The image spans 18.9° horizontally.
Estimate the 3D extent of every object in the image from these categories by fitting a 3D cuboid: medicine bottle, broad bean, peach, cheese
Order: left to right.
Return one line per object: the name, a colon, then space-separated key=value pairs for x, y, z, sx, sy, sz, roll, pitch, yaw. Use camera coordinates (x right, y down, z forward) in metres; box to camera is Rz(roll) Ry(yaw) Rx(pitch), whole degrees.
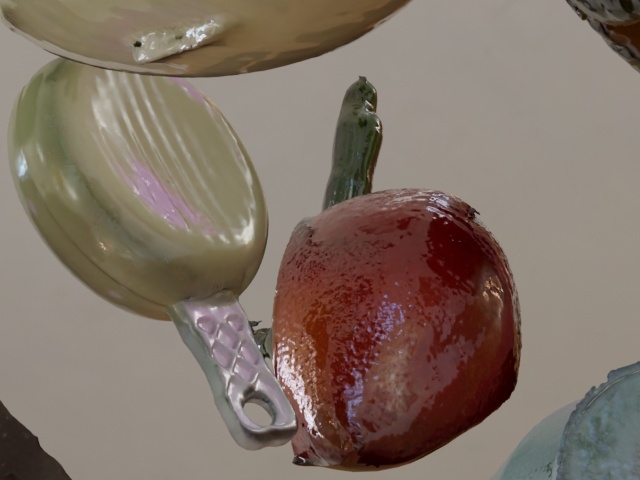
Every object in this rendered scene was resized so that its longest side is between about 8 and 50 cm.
cheese: x=-0.073 y=0.005 z=0.967 sx=0.137 sy=0.227 sz=0.064 roll=-5 pitch=-32 yaw=-46
broad bean: x=0.000 y=0.000 z=1.754 sx=0.292 sy=0.049 sz=0.144 roll=-67 pitch=25 yaw=18
peach: x=0.050 y=0.047 z=1.276 sx=0.159 sy=0.154 sz=0.267 roll=-14 pitch=9 yaw=16
medicine bottle: x=0.247 y=0.229 z=1.493 sx=0.245 sy=0.245 sz=0.290 roll=-57 pitch=-8 yaw=-22

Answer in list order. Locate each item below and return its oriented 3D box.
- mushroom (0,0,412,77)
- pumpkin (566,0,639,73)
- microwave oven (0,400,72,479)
mushroom: x=-0.052 y=-0.229 z=0.549 sx=0.315 sy=0.356 sz=0.315 roll=-21 pitch=33 yaw=15
pumpkin: x=0.298 y=-0.186 z=1.290 sx=0.192 sy=0.320 sz=0.320 roll=-57 pitch=20 yaw=-9
microwave oven: x=-0.356 y=0.149 z=0.998 sx=0.432 sy=0.374 sz=0.236 roll=16 pitch=62 yaw=32
